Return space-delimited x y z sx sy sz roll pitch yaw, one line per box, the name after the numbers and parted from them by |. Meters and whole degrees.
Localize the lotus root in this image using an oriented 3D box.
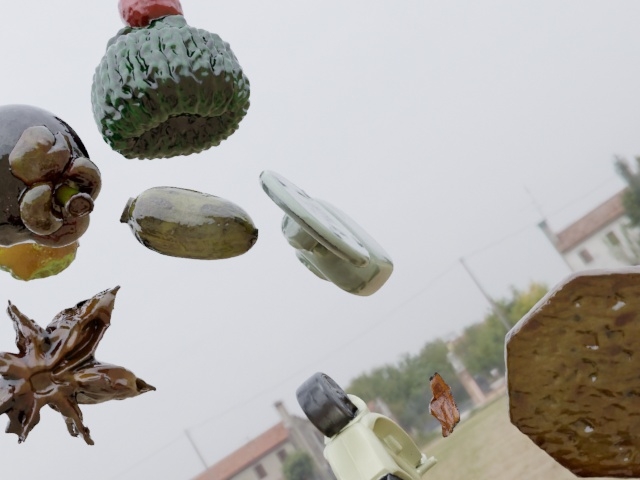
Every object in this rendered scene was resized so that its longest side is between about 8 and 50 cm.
-0.159 -0.022 1.049 0.089 0.179 0.080 90 -166 -44 | lotus root

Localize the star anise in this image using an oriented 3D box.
-0.384 0.147 1.137 0.148 0.347 0.237 125 162 -65 | star anise

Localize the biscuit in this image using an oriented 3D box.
0.440 0.196 1.248 0.359 0.359 0.046 -39 9 21 | biscuit

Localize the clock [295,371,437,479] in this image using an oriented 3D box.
0.108 0.378 1.285 0.120 0.379 0.276 -39 -49 8 | clock

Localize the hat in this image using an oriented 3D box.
-0.293 -0.318 1.548 0.274 0.332 0.242 -5 -30 -33 | hat

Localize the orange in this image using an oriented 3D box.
-0.581 -0.017 1.647 0.179 0.158 0.237 -37 32 -29 | orange

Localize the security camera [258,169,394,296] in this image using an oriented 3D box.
0.000 0.000 1.035 0.080 0.157 0.301 -48 -17 5 | security camera

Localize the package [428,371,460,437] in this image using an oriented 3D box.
0.172 0.237 1.221 0.033 0.077 0.110 -4 -29 0 | package

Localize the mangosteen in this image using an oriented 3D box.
-0.402 -0.081 1.208 0.211 0.250 0.211 -36 -44 -45 | mangosteen
